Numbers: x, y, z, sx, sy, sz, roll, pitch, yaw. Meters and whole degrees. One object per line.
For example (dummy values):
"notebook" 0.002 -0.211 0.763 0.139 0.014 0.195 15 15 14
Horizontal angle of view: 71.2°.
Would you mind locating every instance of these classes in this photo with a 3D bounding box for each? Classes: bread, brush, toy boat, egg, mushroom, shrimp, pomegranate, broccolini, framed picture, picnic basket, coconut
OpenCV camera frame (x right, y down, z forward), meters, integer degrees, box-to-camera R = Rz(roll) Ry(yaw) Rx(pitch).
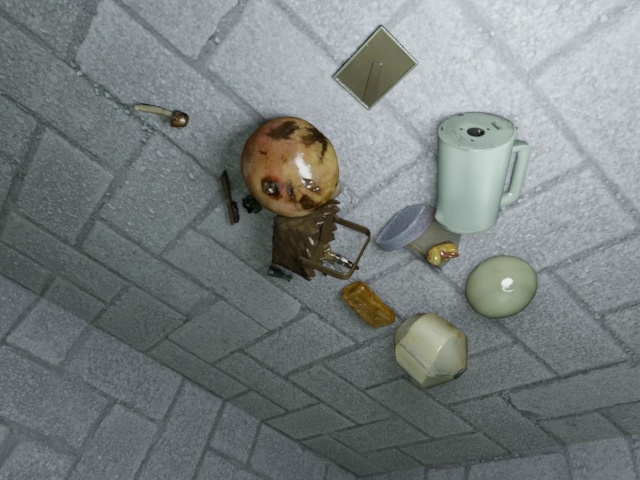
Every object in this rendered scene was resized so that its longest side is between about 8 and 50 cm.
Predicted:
"bread" 0.215 0.282 1.957 0.139 0.077 0.271 -29 121 33
"brush" -0.346 -0.160 1.726 0.036 0.043 0.248 3 134 5
"toy boat" 0.376 -0.023 1.602 0.294 0.111 0.276 15 137 -16
"egg" 0.645 0.167 1.608 0.219 0.219 0.269 25 130 -8
"mushroom" -0.535 -0.425 1.515 0.187 0.060 0.061 18 135 4
"shrimp" 0.060 0.109 1.862 0.195 0.035 0.147 22 134 5
"pomegranate" -0.095 -0.226 1.417 0.322 0.322 0.322 9 135 9
"broccolini" -0.253 -0.205 1.667 0.057 0.071 0.254 45 140 34
"framed picture" 0.154 -0.483 1.268 0.150 0.015 0.203 37 132 -19
"picnic basket" 0.000 0.000 1.619 0.321 0.254 0.291 20 137 13
"coconut" 0.472 0.470 1.883 0.323 0.323 0.323 9 135 9

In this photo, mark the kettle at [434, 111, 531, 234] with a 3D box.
"kettle" 0.469 -0.208 1.339 0.205 0.265 0.318 30 145 36

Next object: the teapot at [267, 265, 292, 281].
"teapot" -0.179 0.152 1.981 0.111 0.042 0.042 23 136 -8

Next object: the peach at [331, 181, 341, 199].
"peach" 0.033 -0.182 1.558 0.083 0.083 0.083 9 135 9

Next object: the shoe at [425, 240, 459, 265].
"shoe" 0.427 0.044 1.565 0.109 0.069 0.072 -11 136 -15
